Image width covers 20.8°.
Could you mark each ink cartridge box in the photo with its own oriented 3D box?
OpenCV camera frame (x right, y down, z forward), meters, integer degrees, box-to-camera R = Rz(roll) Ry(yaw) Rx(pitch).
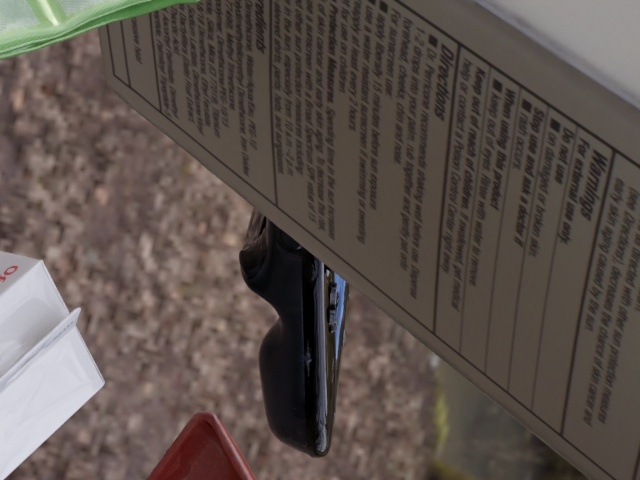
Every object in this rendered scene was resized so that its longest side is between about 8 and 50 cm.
[{"bbox_3d":[-0.197,0.064,0.952,0.092,0.143,0.090,-45,128,-31],"label":"ink cartridge box"}]

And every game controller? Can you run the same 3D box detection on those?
[{"bbox_3d":[0.000,0.000,1.082,0.319,0.067,0.166,-80,161,-67],"label":"game controller"}]

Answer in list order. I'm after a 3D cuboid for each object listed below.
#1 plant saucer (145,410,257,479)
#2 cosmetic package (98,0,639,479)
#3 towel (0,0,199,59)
[{"bbox_3d":[-0.060,0.256,0.803,0.047,0.258,0.259,19,115,-40],"label":"plant saucer"},{"bbox_3d":[0.068,-0.051,0.522,0.129,0.296,0.153,-33,148,-28],"label":"cosmetic package"},{"bbox_3d":[-0.098,-0.116,0.430,0.113,0.023,0.152,-25,85,-38],"label":"towel"}]
